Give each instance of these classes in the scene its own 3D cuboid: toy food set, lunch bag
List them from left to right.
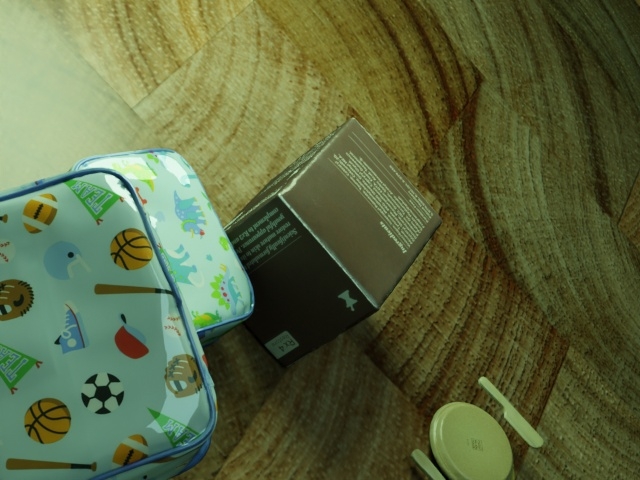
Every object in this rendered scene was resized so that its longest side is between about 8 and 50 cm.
[{"bbox_3d":[-0.240,0.090,1.097,0.243,0.115,0.303,-19,74,-14],"label":"lunch bag"},{"bbox_3d":[-0.182,0.014,1.274,0.176,0.090,0.219,-15,74,-49],"label":"lunch bag"},{"bbox_3d":[0.184,0.262,1.505,0.132,0.038,0.192,49,45,5],"label":"toy food set"}]

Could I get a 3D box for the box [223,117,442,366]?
[{"bbox_3d":[0.000,0.000,1.401,0.167,0.168,0.203,49,39,-7],"label":"box"}]
